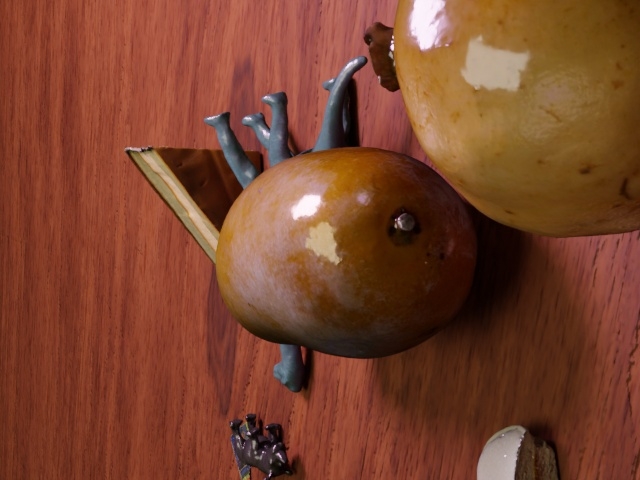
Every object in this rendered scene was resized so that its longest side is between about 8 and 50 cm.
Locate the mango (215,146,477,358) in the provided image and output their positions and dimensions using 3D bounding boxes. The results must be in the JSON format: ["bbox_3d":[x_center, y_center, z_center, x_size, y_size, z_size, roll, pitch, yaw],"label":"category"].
[{"bbox_3d":[0.017,0.019,1.564,0.384,0.221,0.199,146,142,-64],"label":"mango"}]

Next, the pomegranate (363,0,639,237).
[{"bbox_3d":[0.187,-0.150,1.139,0.307,0.307,0.307,22,114,61],"label":"pomegranate"}]

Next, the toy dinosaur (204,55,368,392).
[{"bbox_3d":[0.000,0.000,1.752,0.383,0.129,0.330,-15,92,62],"label":"toy dinosaur"}]

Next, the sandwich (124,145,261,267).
[{"bbox_3d":[-0.152,-0.025,1.971,0.117,0.144,0.187,-177,83,-66],"label":"sandwich"}]

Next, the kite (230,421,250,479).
[{"bbox_3d":[-0.097,0.273,2.075,0.090,0.004,0.122,30,122,58],"label":"kite"}]

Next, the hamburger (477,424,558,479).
[{"bbox_3d":[0.177,0.227,1.473,0.084,0.054,0.121,176,91,-68],"label":"hamburger"}]

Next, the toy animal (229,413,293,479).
[{"bbox_3d":[-0.068,0.256,1.971,0.136,0.047,0.065,10,109,61],"label":"toy animal"}]
